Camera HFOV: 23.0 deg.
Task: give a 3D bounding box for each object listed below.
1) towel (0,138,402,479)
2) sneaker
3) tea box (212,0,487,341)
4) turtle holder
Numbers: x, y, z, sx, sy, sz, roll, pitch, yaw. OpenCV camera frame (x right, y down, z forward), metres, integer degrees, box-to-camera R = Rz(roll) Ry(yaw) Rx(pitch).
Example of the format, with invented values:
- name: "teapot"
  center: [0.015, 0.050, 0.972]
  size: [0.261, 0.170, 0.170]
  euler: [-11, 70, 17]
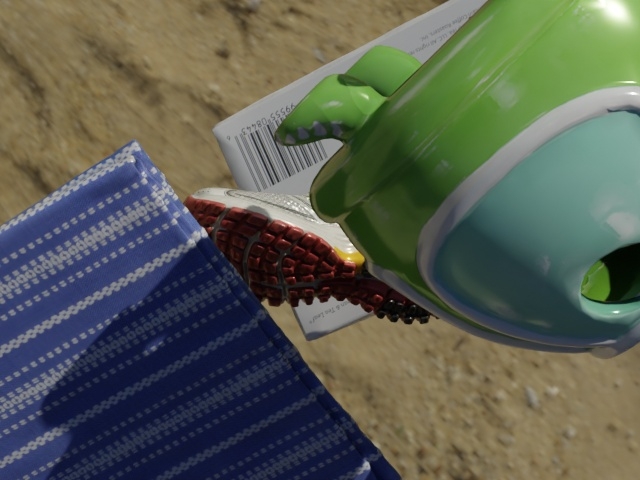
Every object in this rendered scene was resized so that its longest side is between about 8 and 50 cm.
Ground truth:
- name: "towel"
  center: [-0.125, 0.114, 1.051]
  size: [0.243, 0.040, 0.336]
  euler: [-31, 120, 10]
- name: "sneaker"
  center: [0.000, 0.000, 1.222]
  size: [0.225, 0.092, 0.088]
  euler: [14, 132, -17]
- name: "tea box"
  center: [0.128, -0.083, 1.475]
  size: [0.329, 0.323, 0.220]
  euler: [-26, 86, 16]
- name: "turtle holder"
  center: [0.155, -0.081, 0.904]
  size: [0.320, 0.243, 0.227]
  euler: [-44, 91, -2]
